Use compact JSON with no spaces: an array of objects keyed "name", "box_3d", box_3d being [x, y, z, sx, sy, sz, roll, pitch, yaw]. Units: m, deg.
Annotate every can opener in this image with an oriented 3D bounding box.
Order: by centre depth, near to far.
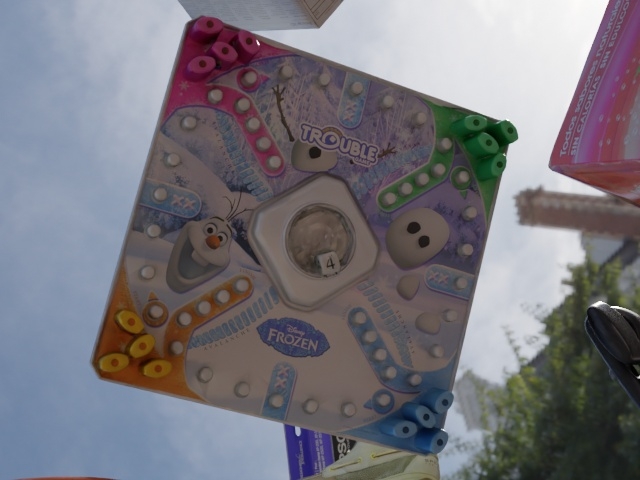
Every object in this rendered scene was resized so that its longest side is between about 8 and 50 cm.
[{"name":"can opener","box_3d":[0.325,0.143,0.984,0.073,0.059,0.186,-14,-114,-42]}]

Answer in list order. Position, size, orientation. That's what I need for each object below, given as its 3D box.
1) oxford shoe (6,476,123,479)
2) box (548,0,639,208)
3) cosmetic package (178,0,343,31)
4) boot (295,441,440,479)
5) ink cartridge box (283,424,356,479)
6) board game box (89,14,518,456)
[{"name":"oxford shoe","box_3d":[-0.272,0.278,0.710,0.364,0.130,0.132,-14,-48,-25]},{"name":"box","box_3d":[0.236,-0.141,0.402,0.154,0.142,0.299,21,-92,-13]},{"name":"cosmetic package","box_3d":[-0.084,-0.296,1.135,0.060,0.239,0.099,-50,-55,-21]},{"name":"boot","box_3d":[0.053,0.260,1.231,0.077,0.213,0.165,51,-147,-38]},{"name":"ink cartridge box","box_3d":[0.025,0.259,1.486,0.208,0.045,0.206,4,-106,-49]},{"name":"board game box","box_3d":[0.000,0.000,1.038,0.390,0.050,0.389,17,-98,-16]}]
